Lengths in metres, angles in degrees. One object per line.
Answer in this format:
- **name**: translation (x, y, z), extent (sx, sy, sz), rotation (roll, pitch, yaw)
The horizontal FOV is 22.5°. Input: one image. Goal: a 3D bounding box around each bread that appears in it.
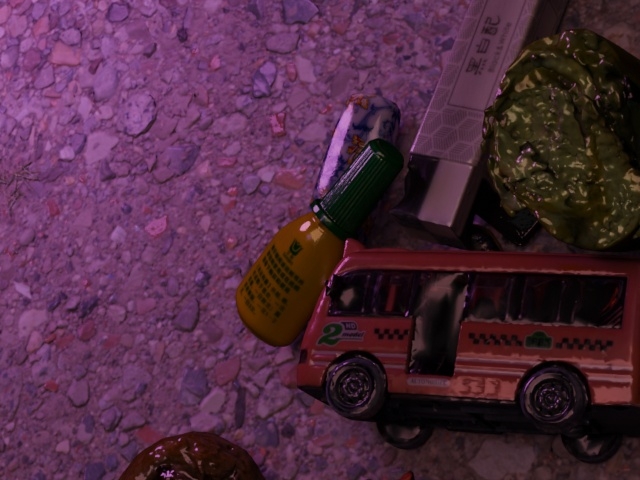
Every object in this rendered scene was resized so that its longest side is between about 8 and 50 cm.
- **bread**: translation (-0.173, 0.350, 2.056), extent (0.230, 0.123, 0.230), rotation (-9, 68, 24)
- **bread**: translation (0.327, -0.101, 1.833), extent (0.208, 0.376, 0.251), rotation (-38, 78, 19)

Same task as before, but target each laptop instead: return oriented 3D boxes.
- **laptop**: translation (0.227, -0.096, 2.065), extent (0.197, 0.016, 0.135), rotation (39, 87, 29)

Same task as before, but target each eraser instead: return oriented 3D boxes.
- **eraser**: translation (0.207, -0.191, 2.043), extent (0.098, 0.096, 0.404), rotation (14, 74, 28)

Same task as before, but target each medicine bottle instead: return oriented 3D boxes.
- **medicine bottle**: translation (0.000, 0.000, 2.042), extent (0.111, 0.076, 0.309), rotation (49, 117, 25)

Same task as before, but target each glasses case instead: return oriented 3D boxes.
- **glasses case**: translation (0.040, -0.072, 2.118), extent (0.087, 0.065, 0.248), rotation (17, 86, 32)

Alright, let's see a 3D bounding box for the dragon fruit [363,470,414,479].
- **dragon fruit**: translation (0.067, 0.416, 1.837), extent (0.189, 0.290, 0.290), rotation (-20, 67, 18)

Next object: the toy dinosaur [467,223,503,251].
- **toy dinosaur**: translation (0.196, 0.009, 2.044), extent (0.180, 0.037, 0.058), rotation (35, 69, 23)

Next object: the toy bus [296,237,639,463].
- **toy bus**: translation (0.199, 0.125, 1.912), extent (0.427, 0.203, 0.233), rotation (2, 72, 25)
